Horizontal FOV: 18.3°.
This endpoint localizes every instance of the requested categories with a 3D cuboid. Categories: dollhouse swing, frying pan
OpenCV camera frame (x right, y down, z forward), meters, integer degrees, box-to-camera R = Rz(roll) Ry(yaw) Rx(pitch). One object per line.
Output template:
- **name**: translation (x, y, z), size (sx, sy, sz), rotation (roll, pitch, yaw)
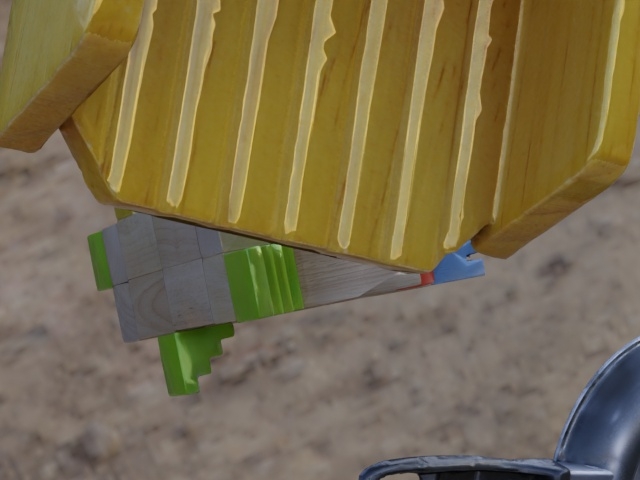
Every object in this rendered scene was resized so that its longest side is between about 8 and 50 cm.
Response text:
- **dollhouse swing**: translation (0.066, -0.161, 1.034), size (0.347, 0.315, 0.305), rotation (13, -10, -31)
- **frying pan**: translation (0.181, 0.126, 1.225), size (0.053, 0.326, 0.197), rotation (16, 78, 50)

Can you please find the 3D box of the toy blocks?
- **toy blocks**: translation (0.000, 0.000, 1.524), size (0.261, 0.191, 0.381), rotation (-11, -2, -22)
